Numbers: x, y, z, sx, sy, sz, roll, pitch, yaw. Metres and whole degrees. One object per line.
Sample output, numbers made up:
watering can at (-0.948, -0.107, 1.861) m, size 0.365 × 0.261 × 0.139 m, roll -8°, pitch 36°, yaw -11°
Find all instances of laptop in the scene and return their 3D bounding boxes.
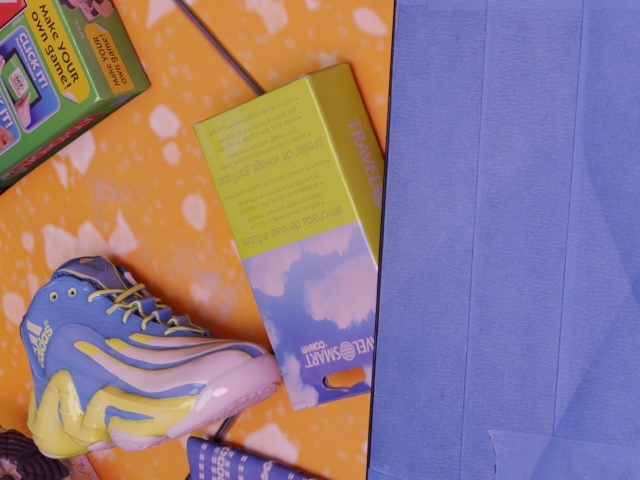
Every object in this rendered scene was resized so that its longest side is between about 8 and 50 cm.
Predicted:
laptop at (0.112, 0.022, 0.734) m, size 0.236 × 0.408 × 0.381 m, roll 3°, pitch 95°, yaw 9°

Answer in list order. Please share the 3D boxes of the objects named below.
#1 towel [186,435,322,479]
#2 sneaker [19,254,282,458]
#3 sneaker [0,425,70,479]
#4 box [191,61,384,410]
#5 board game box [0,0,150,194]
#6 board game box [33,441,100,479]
towel at (0.037, 0.275, 1.081) m, size 0.336 × 0.040 × 0.243 m, roll 16°, pitch 114°, yaw 39°
sneaker at (-0.125, 0.066, 1.124) m, size 0.240 × 0.091 × 0.126 m, roll -19°, pitch 91°, yaw 46°
sneaker at (-0.193, 0.240, 1.208) m, size 0.275 × 0.107 × 0.110 m, roll 50°, pitch 141°, yaw 19°
box at (0.000, 0.000, 1.015) m, size 0.109 × 0.042 × 0.178 m, roll -19°, pitch 91°, yaw 46°
board game box at (-0.249, -0.198, 1.181) m, size 0.213 × 0.046 × 0.317 m, roll -29°, pitch 84°, yaw 46°
board game box at (-0.174, 0.221, 1.271) m, size 0.103 × 0.026 × 0.154 m, roll -42°, pitch 74°, yaw 43°
